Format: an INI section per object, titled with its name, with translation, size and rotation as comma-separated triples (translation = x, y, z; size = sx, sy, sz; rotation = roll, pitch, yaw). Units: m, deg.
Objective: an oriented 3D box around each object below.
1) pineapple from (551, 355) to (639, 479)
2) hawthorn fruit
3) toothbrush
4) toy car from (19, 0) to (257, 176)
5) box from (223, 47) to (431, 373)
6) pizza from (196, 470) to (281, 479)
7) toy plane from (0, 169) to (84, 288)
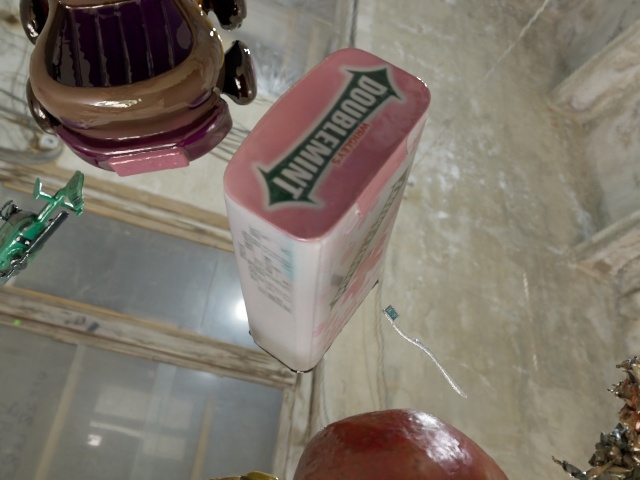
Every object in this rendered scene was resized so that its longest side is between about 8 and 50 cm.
[pineapple]
translation = 0.539, 0.367, 1.007
size = 0.262, 0.263, 0.271
rotation = -98, -151, -56
[hawthorn fruit]
translation = 0.067, 0.205, 0.426
size = 0.188, 0.169, 0.168
rotation = 1, -108, 42
[toothbrush]
translation = 0.131, 0.143, 0.765
size = 0.017, 0.162, 0.014
rotation = -41, -170, -5
[toy car]
translation = -0.218, -0.262, 0.672
size = 0.240, 0.272, 0.340
rotation = 91, -12, -74
[box]
translation = 0.000, 0.000, 0.634
size = 0.190, 0.112, 0.369
rotation = -50, 166, -24
[pizza]
translation = -0.150, 0.368, 0.605
size = 0.223, 0.324, 0.089
rotation = 62, 6, 11
[toy plane]
translation = -0.363, -0.010, 0.756
size = 0.235, 0.060, 0.096
rotation = -41, -138, 20
